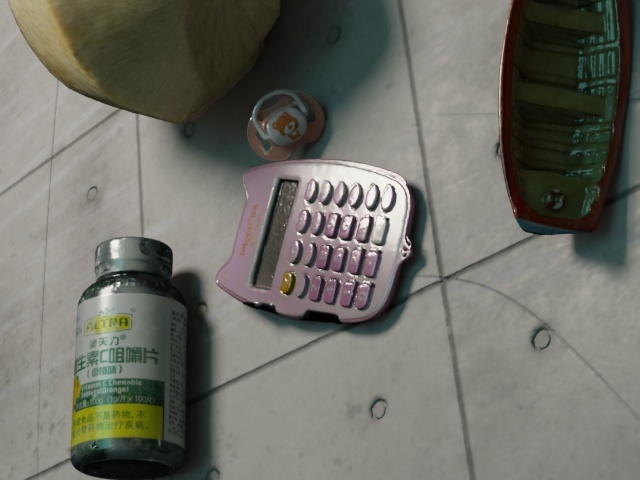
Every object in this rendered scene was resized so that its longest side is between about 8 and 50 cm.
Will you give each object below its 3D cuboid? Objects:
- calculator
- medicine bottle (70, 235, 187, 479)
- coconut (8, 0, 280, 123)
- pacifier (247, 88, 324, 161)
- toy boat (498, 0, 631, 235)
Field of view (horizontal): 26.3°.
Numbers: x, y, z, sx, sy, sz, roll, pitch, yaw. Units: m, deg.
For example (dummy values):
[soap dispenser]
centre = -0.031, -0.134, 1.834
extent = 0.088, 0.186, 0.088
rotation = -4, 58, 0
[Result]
[calculator]
centre = 0.001, 0.001, 1.610
extent = 0.294, 0.043, 0.194
rotation = 8, 80, 44
[medicine bottle]
centre = -0.238, 0.145, 1.728
extent = 0.141, 0.141, 0.293
rotation = -22, 59, 40
[coconut]
centre = -0.212, -0.341, 1.741
extent = 0.415, 0.345, 0.415
rotation = 45, 151, 34
[pacifier]
centre = -0.046, -0.146, 1.695
extent = 0.099, 0.081, 0.078
rotation = -32, 5, -1
[toy boat]
centre = 0.242, -0.196, 1.381
extent = 0.079, 0.136, 0.392
rotation = 136, 142, -71
